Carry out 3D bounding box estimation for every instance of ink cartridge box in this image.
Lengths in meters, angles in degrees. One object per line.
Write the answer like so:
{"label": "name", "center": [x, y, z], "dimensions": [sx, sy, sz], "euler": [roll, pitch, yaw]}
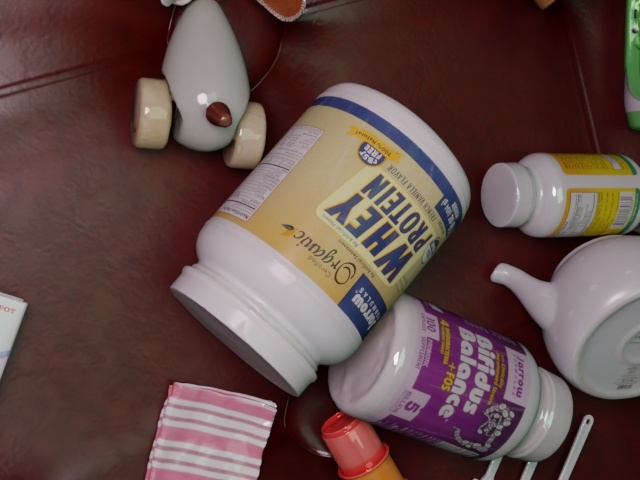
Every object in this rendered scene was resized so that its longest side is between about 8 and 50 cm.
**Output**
{"label": "ink cartridge box", "center": [-0.386, 0.108, 1.052], "dimensions": [0.088, 0.052, 0.122], "euler": [21, 86, -24]}

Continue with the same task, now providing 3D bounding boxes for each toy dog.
{"label": "toy dog", "center": [-0.124, -0.238, 1.085], "dimensions": [0.220, 0.161, 0.334], "euler": [-17, 100, -22]}

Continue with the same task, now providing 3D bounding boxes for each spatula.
{"label": "spatula", "center": [0.300, 0.339, 1.387], "dimensions": [0.168, 0.019, 0.242], "euler": [28, 81, -17]}

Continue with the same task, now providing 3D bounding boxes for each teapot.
{"label": "teapot", "center": [0.415, 0.082, 1.335], "dimensions": [0.252, 0.187, 0.256], "euler": [-36, 128, 13]}

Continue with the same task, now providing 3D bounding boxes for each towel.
{"label": "towel", "center": [-0.141, 0.282, 1.183], "dimensions": [0.144, 0.029, 0.197], "euler": [16, 87, -23]}

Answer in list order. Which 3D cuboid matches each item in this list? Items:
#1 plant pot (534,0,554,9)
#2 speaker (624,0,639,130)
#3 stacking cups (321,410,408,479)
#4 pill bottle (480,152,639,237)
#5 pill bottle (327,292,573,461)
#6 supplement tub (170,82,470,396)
{"label": "plant pot", "center": [0.313, -0.442, 1.256], "dimensions": [0.205, 0.205, 0.188], "euler": [-41, 93, -16]}
{"label": "speaker", "center": [0.504, -0.308, 1.375], "dimensions": [0.131, 0.131, 0.297], "euler": [-1, 94, -23]}
{"label": "stacking cups", "center": [0.103, 0.365, 1.257], "dimensions": [0.096, 0.096, 0.316], "euler": [-33, 106, -18]}
{"label": "pill bottle", "center": [0.332, -0.062, 1.319], "dimensions": [0.208, 0.117, 0.118], "euler": [-2, 94, -24]}
{"label": "pill bottle", "center": [0.174, 0.186, 1.237], "dimensions": [0.301, 0.169, 0.169], "euler": [23, 84, -25]}
{"label": "supplement tub", "center": [0.000, 0.000, 1.118], "dimensions": [0.228, 0.228, 0.316], "euler": [45, 76, -19]}
